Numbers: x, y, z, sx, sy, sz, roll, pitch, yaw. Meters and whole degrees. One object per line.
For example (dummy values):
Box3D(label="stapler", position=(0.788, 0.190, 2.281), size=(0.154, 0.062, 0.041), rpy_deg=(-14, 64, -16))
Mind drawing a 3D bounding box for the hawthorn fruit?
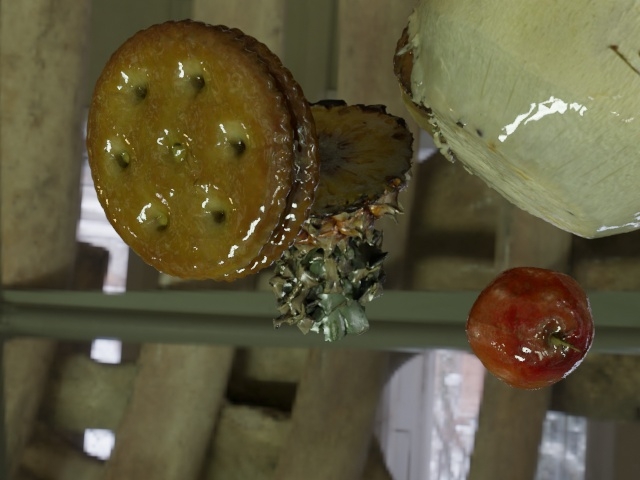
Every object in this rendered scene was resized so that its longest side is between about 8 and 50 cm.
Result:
Box3D(label="hawthorn fruit", position=(0.206, 0.082, 1.053), size=(0.125, 0.125, 0.140), rpy_deg=(2, 169, 15))

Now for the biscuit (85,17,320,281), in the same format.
Box3D(label="biscuit", position=(-0.101, -0.073, 0.894), size=(0.221, 0.220, 0.066), rpy_deg=(0, -172, 34))

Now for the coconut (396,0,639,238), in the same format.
Box3D(label="coconut", position=(0.271, -0.203, 1.039), size=(0.346, 0.360, 0.346), rpy_deg=(36, 180, 0))

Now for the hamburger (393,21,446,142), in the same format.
Box3D(label="hamburger", position=(0.254, -0.263, 1.462), size=(0.284, 0.304, 0.174), rpy_deg=(22, 163, 18))

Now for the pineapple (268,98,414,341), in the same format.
Box3D(label="pineapple", position=(0.000, 0.000, 1.322), size=(0.263, 0.271, 0.262), rpy_deg=(-3, -143, 3))
